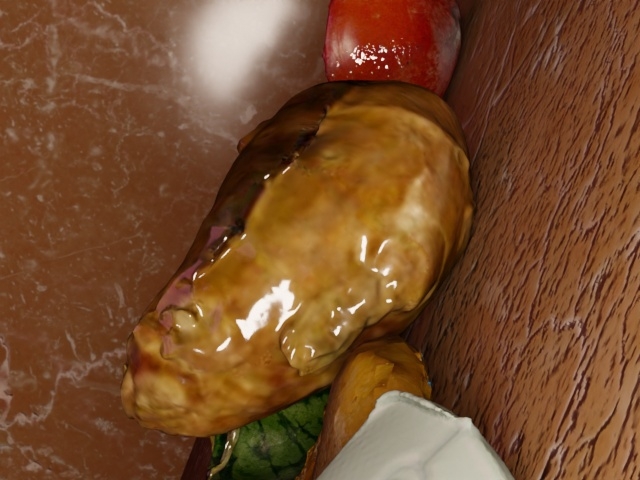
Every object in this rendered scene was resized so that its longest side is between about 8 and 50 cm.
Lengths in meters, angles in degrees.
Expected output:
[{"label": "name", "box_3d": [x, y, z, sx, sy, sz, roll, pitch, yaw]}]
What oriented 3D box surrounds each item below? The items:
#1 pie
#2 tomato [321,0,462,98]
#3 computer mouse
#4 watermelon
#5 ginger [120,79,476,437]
[{"label": "pie", "box_3d": [0.014, 0.176, 0.803, 0.273, 0.069, 0.273, -163, 90, -87]}, {"label": "tomato", "box_3d": [0.083, -0.171, 1.293, 0.189, 0.099, 0.173, 25, -115, -57]}, {"label": "computer mouse", "box_3d": [0.009, 0.177, 0.627, 0.128, 0.079, 0.230, 37, 108, 54]}, {"label": "watermelon", "box_3d": [-0.019, 0.099, 1.073, 0.232, 0.127, 0.204, 117, 169, -79]}, {"label": "ginger", "box_3d": [0.000, 0.000, 0.917, 0.321, 0.165, 0.172, -45, 16, -34]}]
